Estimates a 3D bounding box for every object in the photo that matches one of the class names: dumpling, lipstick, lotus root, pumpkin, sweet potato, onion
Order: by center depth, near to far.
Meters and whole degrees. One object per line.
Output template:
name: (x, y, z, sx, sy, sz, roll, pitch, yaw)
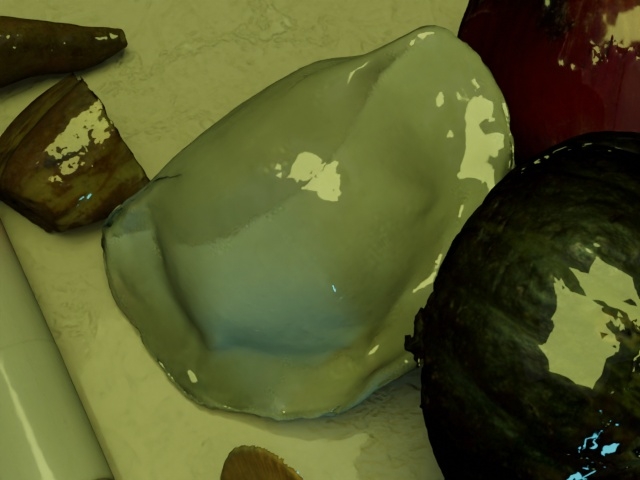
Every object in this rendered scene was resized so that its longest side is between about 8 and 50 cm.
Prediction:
pumpkin: (0.205, 0.079, 0.686, 0.192, 0.320, 0.320, 15, 61, 42)
dumpling: (0.003, -0.002, 0.782, 0.341, 0.181, 0.260, -27, 80, -13)
lipstick: (-0.272, 0.069, 0.785, 0.087, 0.087, 0.327, -25, 70, -13)
onion: (0.252, -0.158, 0.828, 0.276, 0.276, 0.276, 1, 66, -3)
lotus root: (-0.228, -0.078, 0.852, 0.159, 0.095, 0.135, 39, 74, 19)
sweet potato: (-0.307, -0.175, 0.903, 0.244, 0.077, 0.077, -19, 69, -18)

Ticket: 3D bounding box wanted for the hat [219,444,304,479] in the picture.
hat: (-0.093, 0.311, 0.668, 0.233, 0.233, 0.244, -32, 95, 15)
